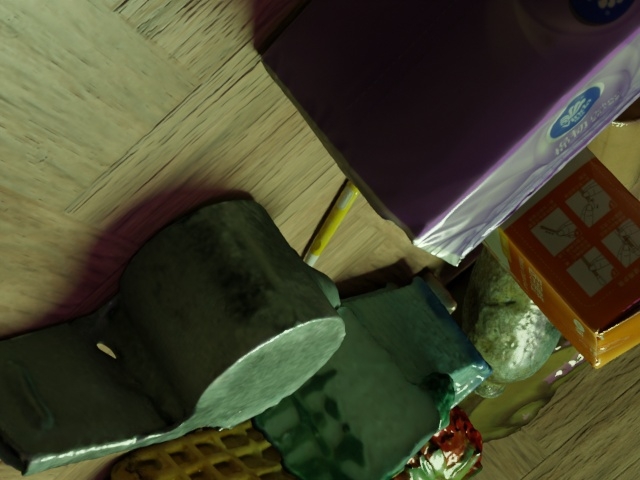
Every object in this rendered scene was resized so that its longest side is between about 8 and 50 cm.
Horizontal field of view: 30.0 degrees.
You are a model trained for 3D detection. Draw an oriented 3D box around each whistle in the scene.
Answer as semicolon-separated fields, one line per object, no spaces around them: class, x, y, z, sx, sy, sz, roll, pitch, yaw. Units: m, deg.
whistle;-0.155;0.111;1.233;0.404;0.168;0.188;-28;156;-16

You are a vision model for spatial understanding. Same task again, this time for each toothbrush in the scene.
toothbrush;0.000;0.000;1.470;0.024;0.021;0.288;-33;161;-45

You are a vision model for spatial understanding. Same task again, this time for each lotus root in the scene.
lotus root;0.315;0.095;1.877;0.175;0.175;0.350;-5;114;-57

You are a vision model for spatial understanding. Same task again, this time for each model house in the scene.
model house;0.113;0.200;1.799;0.329;0.252;0.295;-24;155;-51

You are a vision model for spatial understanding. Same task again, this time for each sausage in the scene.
sausage;0.417;-0.160;1.710;0.123;0.123;0.253;-36;160;-9

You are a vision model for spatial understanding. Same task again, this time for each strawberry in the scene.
strawberry;0.113;0.331;1.993;0.250;0.288;0.239;28;102;-47

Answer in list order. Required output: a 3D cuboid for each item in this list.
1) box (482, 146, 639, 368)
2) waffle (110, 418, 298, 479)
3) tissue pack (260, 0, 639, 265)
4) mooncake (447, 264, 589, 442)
box;0.275;-0.026;1.429;0.143;0.341;0.225;-40;160;-1
waffle;-0.134;0.376;1.742;0.327;0.224;0.098;-7;134;-55
tissue pack;0.141;-0.177;1.029;0.338;0.242;0.160;-45;157;12
mooncake;0.344;0.188;2.161;0.393;0.246;0.394;-29;155;-10
